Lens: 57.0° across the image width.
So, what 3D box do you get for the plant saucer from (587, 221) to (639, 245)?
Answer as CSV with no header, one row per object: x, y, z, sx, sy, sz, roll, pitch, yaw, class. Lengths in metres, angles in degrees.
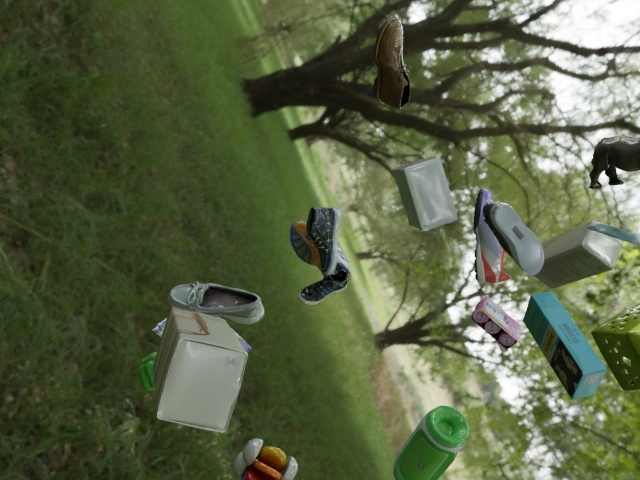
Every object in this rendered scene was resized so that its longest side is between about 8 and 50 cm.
0.616,-0.015,1.220,0.119,0.119,0.021,-90,-163,-80,plant saucer

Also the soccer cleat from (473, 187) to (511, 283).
0.570,-0.017,1.963,0.108,0.116,0.319,12,77,-73,soccer cleat

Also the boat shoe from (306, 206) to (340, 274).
0.000,0.000,1.587,0.065,0.083,0.184,5,-90,60,boat shoe

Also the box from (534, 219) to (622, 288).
0.897,0.057,2.108,0.148,0.121,0.311,38,-25,-6,box

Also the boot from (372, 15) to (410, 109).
0.230,-0.530,1.783,0.115,0.112,0.305,43,-22,28,boot

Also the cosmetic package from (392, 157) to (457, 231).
0.366,-0.167,2.083,0.225,0.138,0.224,-99,171,-82,cosmetic package

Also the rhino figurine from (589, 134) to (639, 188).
0.650,-0.160,1.154,0.243,0.073,0.107,2,-75,48,rhino figurine

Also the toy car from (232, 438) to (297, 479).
-0.164,0.653,1.636,0.159,0.182,0.136,30,39,-5,toy car

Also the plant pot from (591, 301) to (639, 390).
1.053,0.333,1.877,0.228,0.227,0.207,62,-11,7,plant pot

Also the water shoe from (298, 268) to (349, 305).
0.009,0.150,1.985,0.073,0.203,0.080,43,-45,29,water shoe

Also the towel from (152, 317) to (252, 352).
-0.403,0.337,2.010,0.285,0.209,0.034,38,-43,18,towel

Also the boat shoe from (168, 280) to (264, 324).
-0.338,0.188,1.894,0.103,0.320,0.118,88,18,-50,boat shoe

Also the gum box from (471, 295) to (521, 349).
0.656,0.304,2.211,0.188,0.062,0.107,41,36,2,gum box

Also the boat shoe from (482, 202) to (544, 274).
0.476,-0.007,1.475,0.228,0.080,0.076,46,-6,-24,boat shoe

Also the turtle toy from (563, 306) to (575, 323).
0.687,0.245,1.765,0.095,0.130,0.066,45,1,-9,turtle toy

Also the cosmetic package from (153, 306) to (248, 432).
-0.243,0.237,1.145,0.296,0.129,0.153,-170,-83,-72,cosmetic package

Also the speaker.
0.303,0.587,1.648,0.131,0.131,0.297,-109,-151,-42,speaker

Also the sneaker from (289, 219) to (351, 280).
-0.004,0.031,2.096,0.296,0.111,0.131,50,20,-23,sneaker

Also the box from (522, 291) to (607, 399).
0.569,0.243,1.392,0.244,0.060,0.101,-108,-167,-48,box

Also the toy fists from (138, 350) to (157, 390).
-0.355,0.304,1.458,0.142,0.279,0.096,-22,89,-47,toy fists
